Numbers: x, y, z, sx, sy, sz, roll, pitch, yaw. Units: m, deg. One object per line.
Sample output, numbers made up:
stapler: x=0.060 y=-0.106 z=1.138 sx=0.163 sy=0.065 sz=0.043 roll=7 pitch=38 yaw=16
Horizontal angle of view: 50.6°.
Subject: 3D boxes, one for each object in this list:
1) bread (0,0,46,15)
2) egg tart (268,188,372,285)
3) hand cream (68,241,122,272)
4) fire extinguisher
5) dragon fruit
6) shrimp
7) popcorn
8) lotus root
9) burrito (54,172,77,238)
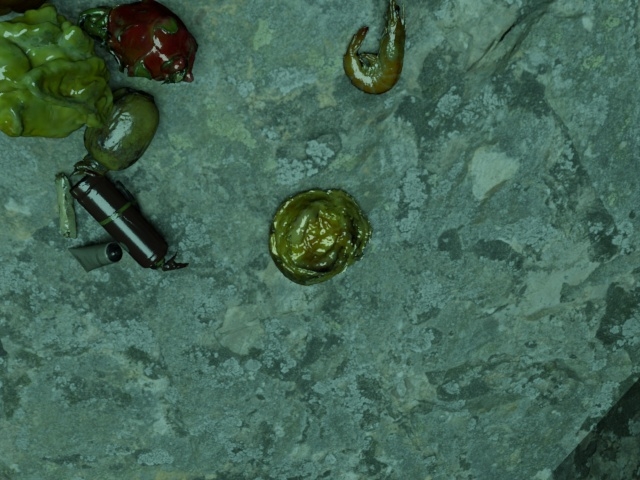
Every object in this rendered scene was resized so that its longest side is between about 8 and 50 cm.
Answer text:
bread: x=-0.699 y=-0.613 z=1.465 sx=0.247 sy=0.135 sz=0.232 roll=-36 pitch=100 yaw=13
egg tart: x=0.000 y=0.000 z=1.842 sx=0.297 sy=0.132 sz=0.297 roll=-2 pitch=109 yaw=-7
hand cream: x=-0.595 y=0.042 z=1.802 sx=0.186 sy=0.054 sz=0.087 roll=-11 pitch=122 yaw=36
fire extinguisher: x=-0.490 y=-0.039 z=1.768 sx=0.141 sy=0.105 sz=0.341 roll=-26 pitch=115 yaw=34
dragon fruit: x=-0.415 y=-0.445 z=1.543 sx=0.269 sy=0.198 sz=0.200 roll=-4 pitch=73 yaw=-7
shrimp: x=0.143 y=-0.478 z=1.663 sx=0.150 sy=0.068 sz=0.248 roll=14 pitch=118 yaw=-7
popcorn: x=-0.604 y=-0.360 z=1.464 sx=0.312 sy=0.312 sz=0.312 roll=-2 pitch=115 yaw=-5
lotus root: x=-0.498 y=-0.246 z=1.644 sx=0.154 sy=0.154 sz=0.278 roll=35 pitch=93 yaw=-20
burrito: x=-0.665 y=-0.088 z=1.771 sx=0.045 sy=0.041 sz=0.185 roll=22 pitch=120 yaw=30
